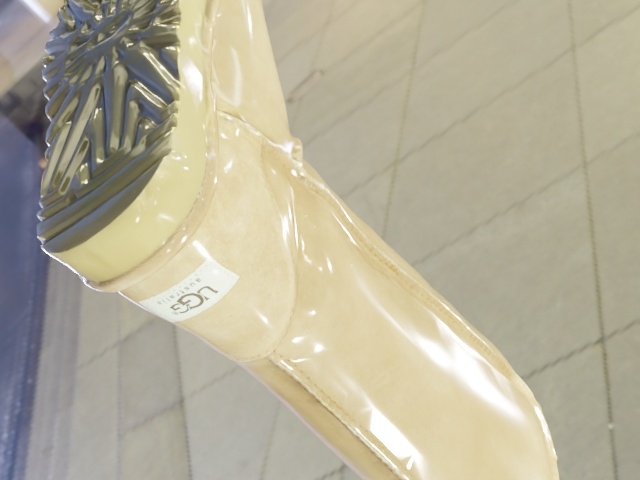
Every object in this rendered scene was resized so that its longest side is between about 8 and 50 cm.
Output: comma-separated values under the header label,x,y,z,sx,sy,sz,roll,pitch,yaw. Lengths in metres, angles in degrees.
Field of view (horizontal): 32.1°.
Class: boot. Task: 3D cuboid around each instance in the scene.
label,x,y,z,sx,sy,sz,roll,pitch,yaw
boot,0.000,0.000,0.490,0.089,0.269,0.236,-26,42,26
